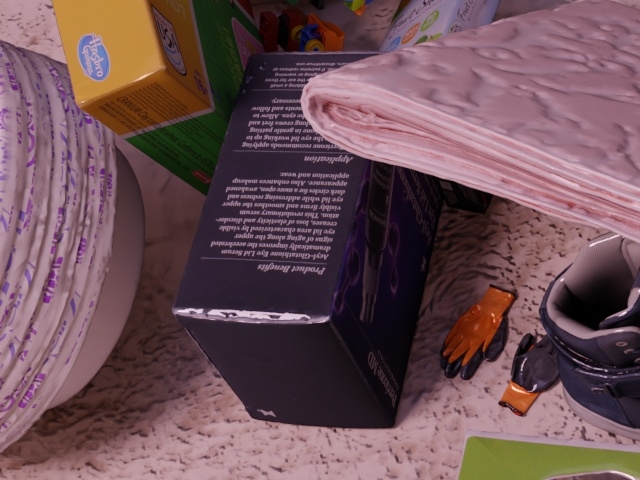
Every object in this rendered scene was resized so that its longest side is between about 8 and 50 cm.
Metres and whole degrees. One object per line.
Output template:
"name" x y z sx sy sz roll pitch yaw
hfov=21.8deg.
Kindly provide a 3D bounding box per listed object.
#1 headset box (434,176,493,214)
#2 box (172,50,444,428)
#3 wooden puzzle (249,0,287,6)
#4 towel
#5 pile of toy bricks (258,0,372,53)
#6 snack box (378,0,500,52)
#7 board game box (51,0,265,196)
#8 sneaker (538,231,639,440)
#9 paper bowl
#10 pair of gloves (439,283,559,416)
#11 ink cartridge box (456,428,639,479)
"headset box" 0.109 -0.070 1.158 0.032 0.062 0.083 14 64 27
"box" 0.000 0.000 1.099 0.108 0.153 0.207 2 60 21
"wooden puzzle" 0.054 -0.366 1.333 0.322 0.080 0.348 -6 77 17
"towel" 0.207 -0.067 1.010 0.317 0.053 0.332 25 28 31
"pile of toy bricks" 0.025 -0.210 1.229 0.105 0.212 0.118 -10 36 -24
"snack box" 0.079 -0.141 1.188 0.100 0.037 0.141 -29 30 50
"board game box" -0.122 -0.201 1.173 0.064 0.242 0.316 -22 68 14
"sneaker" 0.235 0.069 0.958 0.226 0.163 0.086 9 61 24
"paper bowl" -0.228 0.009 1.140 0.284 0.148 0.284 -24 57 44
"pair of gloves" 0.123 0.070 1.093 0.083 0.010 0.074 27 71 32
"ink cartridge box" 0.151 0.245 0.916 0.189 0.097 0.255 3 58 23
